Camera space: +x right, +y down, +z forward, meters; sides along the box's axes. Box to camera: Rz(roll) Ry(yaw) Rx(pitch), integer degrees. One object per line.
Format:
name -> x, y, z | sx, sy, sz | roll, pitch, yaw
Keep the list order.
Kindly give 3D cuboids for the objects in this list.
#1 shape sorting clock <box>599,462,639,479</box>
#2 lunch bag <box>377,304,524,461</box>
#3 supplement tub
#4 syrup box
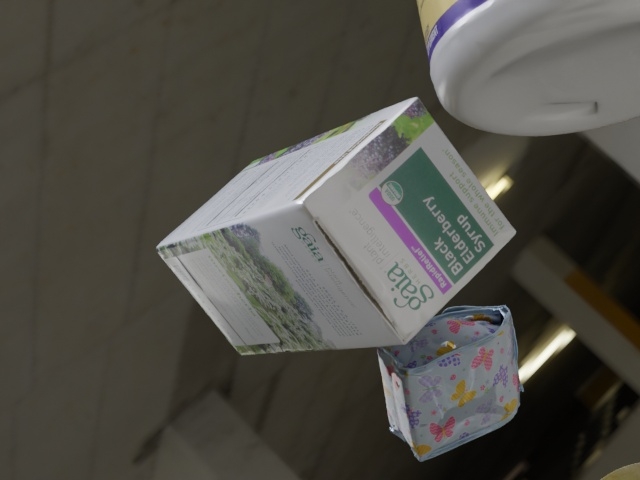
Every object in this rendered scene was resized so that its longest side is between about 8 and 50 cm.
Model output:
shape sorting clock -> 0.223, 0.225, 0.834 | 0.206, 0.206, 0.040 | -30, -14, -41
lunch bag -> 0.081, 0.082, 0.867 | 0.083, 0.053, 0.071 | -20, -59, -16
supplement tub -> 0.177, -0.271, 1.096 | 0.241, 0.331, 0.241 | -9, -18, -3
syrup box -> 0.000, 0.000, 0.833 | 0.096, 0.093, 0.237 | -43, 12, -23
